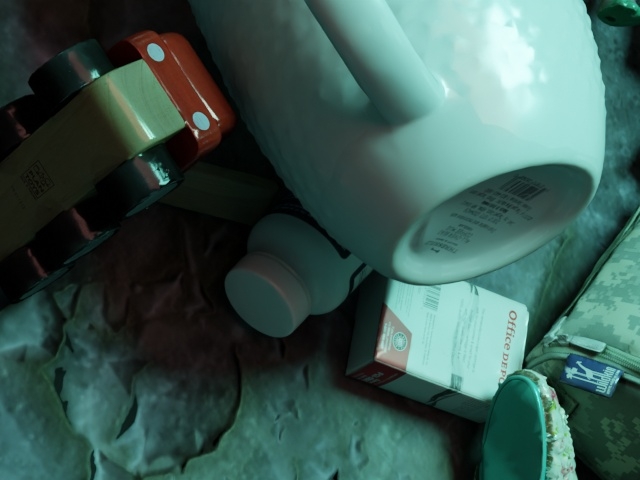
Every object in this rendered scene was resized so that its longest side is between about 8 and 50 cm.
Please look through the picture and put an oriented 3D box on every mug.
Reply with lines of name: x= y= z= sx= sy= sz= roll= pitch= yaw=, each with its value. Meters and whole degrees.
mug: x=0.047 y=-0.160 z=1.320 sx=0.374 sy=0.276 sz=0.328 roll=39 pitch=25 yaw=-62

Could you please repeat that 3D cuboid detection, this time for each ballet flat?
ballet flat: x=0.172 y=0.225 z=1.472 sx=0.077 sy=0.091 sz=0.241 roll=6 pitch=87 yaw=-43

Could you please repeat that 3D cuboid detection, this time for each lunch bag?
lunch bag: x=0.339 y=0.092 z=1.567 sx=0.256 sy=0.212 sz=0.305 roll=35 pitch=55 yaw=7

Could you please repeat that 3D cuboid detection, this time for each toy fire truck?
toy fire truck: x=-0.127 y=-0.061 z=1.367 sx=0.158 sy=0.217 sz=0.246 roll=56 pitch=40 yaw=2

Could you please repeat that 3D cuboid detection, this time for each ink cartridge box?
ink cartridge box: x=0.097 y=0.084 z=1.514 sx=0.135 sy=0.056 sz=0.099 roll=22 pitch=62 yaw=-20

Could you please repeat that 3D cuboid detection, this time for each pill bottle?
pill bottle: x=0.000 y=0.000 z=1.471 sx=0.094 sy=0.094 sz=0.169 roll=48 pitch=55 yaw=-4

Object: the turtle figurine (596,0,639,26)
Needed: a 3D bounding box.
turtle figurine: x=0.342 y=-0.296 z=1.733 sx=0.175 sy=0.118 sz=0.234 roll=23 pitch=76 yaw=-16
